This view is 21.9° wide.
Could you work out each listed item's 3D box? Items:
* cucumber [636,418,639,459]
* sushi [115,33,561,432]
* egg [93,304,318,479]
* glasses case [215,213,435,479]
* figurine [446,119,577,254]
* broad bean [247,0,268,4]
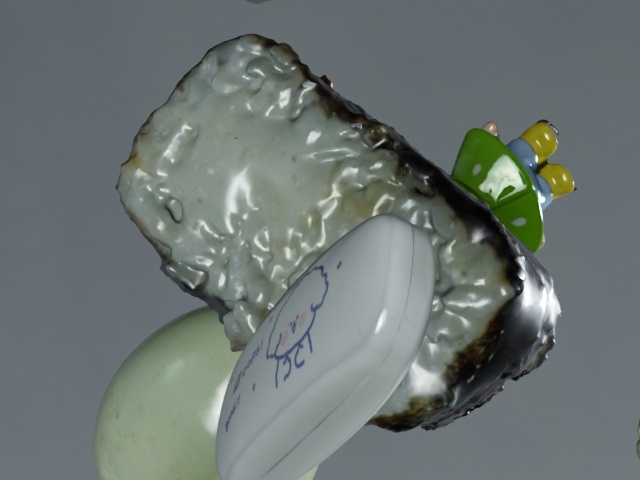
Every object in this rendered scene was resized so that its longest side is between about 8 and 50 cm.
[{"bbox_3d":[0.336,0.155,1.137,0.074,0.241,0.074,-162,-90,-75],"label":"cucumber"},{"bbox_3d":[0.000,0.000,1.175,0.343,0.196,0.182,40,-3,21],"label":"sushi"},{"bbox_3d":[-0.100,0.174,1.590,0.218,0.218,0.295,-92,-158,-43],"label":"egg"},{"bbox_3d":[-0.002,0.056,0.759,0.197,0.049,0.076,131,-27,-53],"label":"glasses case"},{"bbox_3d":[0.109,-0.012,1.482,0.143,0.263,0.162,13,-49,63],"label":"figurine"},{"bbox_3d":[-0.054,-0.250,1.582,0.195,0.061,0.046,-68,137,-80],"label":"broad bean"}]
